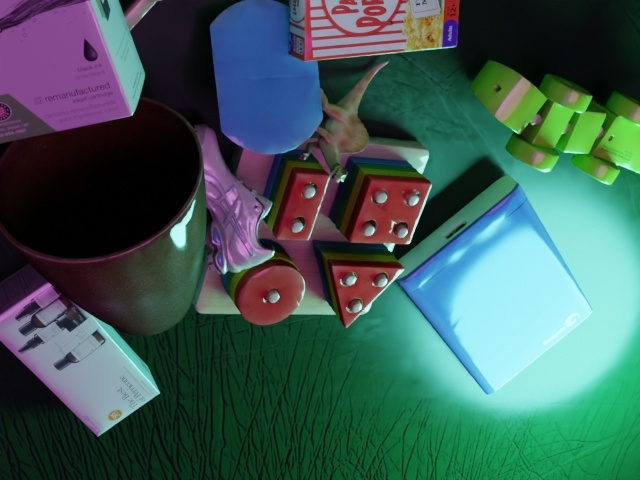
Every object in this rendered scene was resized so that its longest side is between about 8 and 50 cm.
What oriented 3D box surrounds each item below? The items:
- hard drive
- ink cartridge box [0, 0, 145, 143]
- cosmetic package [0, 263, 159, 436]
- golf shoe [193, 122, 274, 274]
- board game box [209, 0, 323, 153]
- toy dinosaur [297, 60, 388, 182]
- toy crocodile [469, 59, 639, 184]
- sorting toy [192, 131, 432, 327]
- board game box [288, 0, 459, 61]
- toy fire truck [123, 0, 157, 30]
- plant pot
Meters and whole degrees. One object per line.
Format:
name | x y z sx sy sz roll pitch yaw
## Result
hard drive | 0.255 0.074 1.566 0.210 0.040 0.318 -39 132 1
ink cartridge box | -0.274 -0.213 0.991 0.160 0.092 0.219 -11 125 7
cosmetic package | -0.295 0.129 1.289 0.099 0.060 0.239 -34 132 -2
golf shoe | -0.099 -0.052 1.230 0.086 0.069 0.176 -10 105 3
board game box | -0.065 -0.179 1.192 0.133 0.033 0.168 -9 95 -34
toy dinosaur | 0.016 -0.140 1.259 0.093 0.183 0.053 21 151 -5
toy crocodile | 0.332 -0.153 1.417 0.340 0.105 0.115 8 118 -38
sorting toy | 0.000 0.000 1.340 0.257 0.089 0.255 2 121 -30
board game box | 0.060 -0.279 1.186 0.193 0.045 0.146 -10 114 -23
toy fire truck | -0.195 -0.269 1.068 0.192 0.047 0.135 -35 132 -2
plant pot | -0.212 0.000 1.167 0.215 0.215 0.230 -25 145 -11
